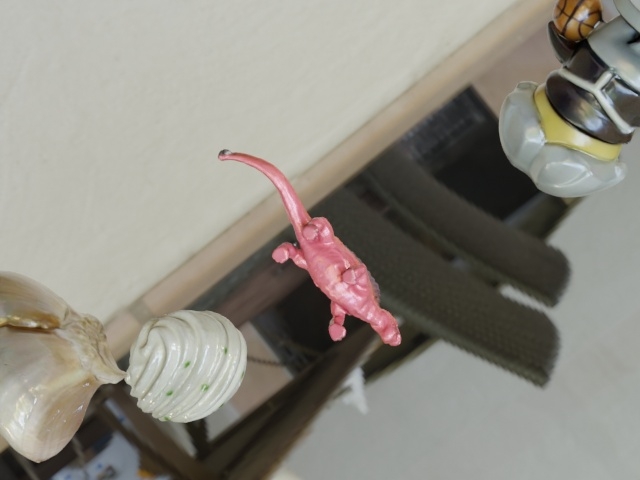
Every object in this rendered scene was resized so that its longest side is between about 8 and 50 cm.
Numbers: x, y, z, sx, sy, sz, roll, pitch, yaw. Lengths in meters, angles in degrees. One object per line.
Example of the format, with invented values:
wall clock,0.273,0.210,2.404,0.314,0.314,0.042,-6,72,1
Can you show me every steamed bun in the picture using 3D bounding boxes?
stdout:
steamed bun,-0.191,0.186,1.675,0.183,0.183,0.106,-38,-145,4

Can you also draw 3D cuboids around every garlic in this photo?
garlic,-0.240,0.098,0.955,0.099,0.174,0.124,-44,145,11

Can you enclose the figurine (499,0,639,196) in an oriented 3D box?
figurine,0.292,-0.160,1.272,0.133,0.176,0.236,-20,149,-52

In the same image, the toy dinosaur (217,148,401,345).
toy dinosaur,0.005,0.002,1.324,0.070,0.286,0.139,-42,170,23
